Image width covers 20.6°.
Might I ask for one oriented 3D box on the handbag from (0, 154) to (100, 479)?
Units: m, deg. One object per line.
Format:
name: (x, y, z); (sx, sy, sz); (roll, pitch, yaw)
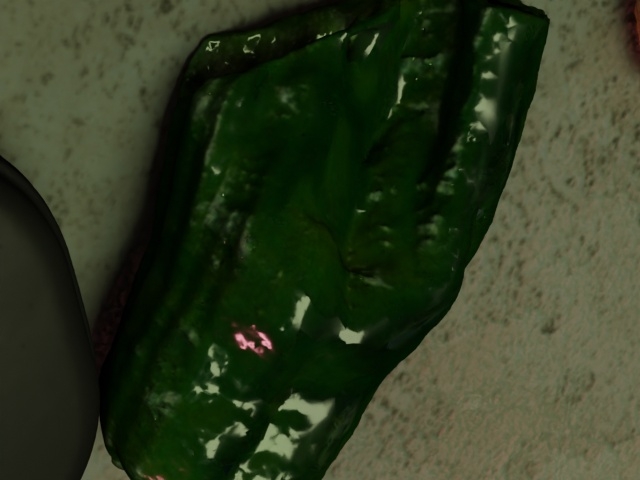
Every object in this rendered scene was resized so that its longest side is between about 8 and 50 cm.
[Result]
handbag: (-0.255, 0.074, 0.998); (0.253, 0.093, 0.308); (-23, 125, -20)

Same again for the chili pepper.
chili pepper: (0.003, 0.002, 1.080); (0.213, 0.167, 0.385); (25, 94, -45)

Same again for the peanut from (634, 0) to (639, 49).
peanut: (0.288, -0.129, 1.253); (0.192, 0.089, 0.089); (24, 100, -39)
